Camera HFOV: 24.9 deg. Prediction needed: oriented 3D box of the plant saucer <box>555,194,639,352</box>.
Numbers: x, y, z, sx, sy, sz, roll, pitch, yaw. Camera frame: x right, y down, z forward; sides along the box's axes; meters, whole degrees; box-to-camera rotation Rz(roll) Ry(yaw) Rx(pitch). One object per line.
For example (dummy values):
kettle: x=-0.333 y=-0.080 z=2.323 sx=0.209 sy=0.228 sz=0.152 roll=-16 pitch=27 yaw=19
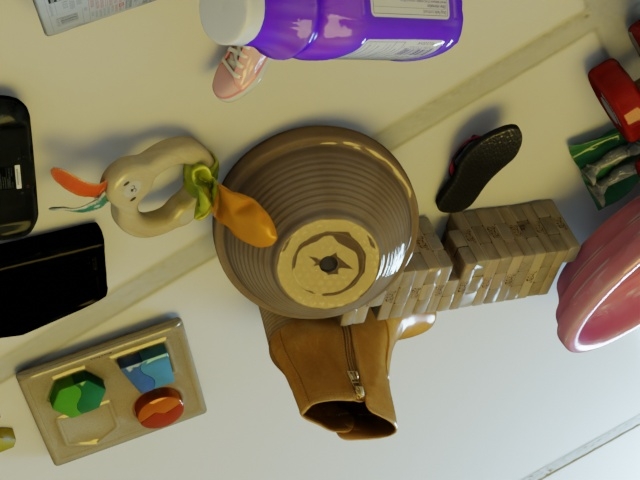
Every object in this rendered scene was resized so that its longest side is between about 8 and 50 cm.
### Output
plant saucer: x=0.439 y=0.017 z=1.930 sx=0.332 sy=0.084 sz=0.332 roll=-31 pitch=158 yaw=-14

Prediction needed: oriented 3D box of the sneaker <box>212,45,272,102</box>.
sneaker: x=-0.074 y=-0.201 z=1.444 sx=0.134 sy=0.051 sz=0.070 roll=-46 pitch=144 yaw=13

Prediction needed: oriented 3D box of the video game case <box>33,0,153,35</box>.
video game case: x=-0.129 y=-0.252 z=1.217 sx=0.244 sy=0.061 sz=0.269 roll=-19 pitch=-177 yaw=-8

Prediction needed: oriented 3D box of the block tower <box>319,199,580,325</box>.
block tower: x=0.154 y=0.027 z=1.826 sx=0.336 sy=0.091 sz=0.097 roll=-8 pitch=141 yaw=-22

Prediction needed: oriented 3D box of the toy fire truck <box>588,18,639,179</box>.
toy fire truck: x=0.443 y=-0.122 z=1.633 sx=0.169 sy=0.254 sz=0.302 roll=-30 pitch=104 yaw=6

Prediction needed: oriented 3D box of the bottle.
bottle: x=0.011 y=-0.217 z=1.378 sx=0.118 sy=0.092 sz=0.283 roll=-2 pitch=-176 yaw=45

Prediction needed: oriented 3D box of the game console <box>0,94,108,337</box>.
game console: x=-0.334 y=-0.018 z=1.525 sx=0.213 sy=0.044 sz=0.361 roll=-14 pitch=143 yaw=-18

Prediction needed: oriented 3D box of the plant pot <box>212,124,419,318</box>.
plant pot: x=0.000 y=0.000 z=1.616 sx=0.237 sy=0.109 sz=0.237 roll=-4 pitch=118 yaw=-7

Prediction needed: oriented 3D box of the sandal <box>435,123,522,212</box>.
sandal: x=0.183 y=-0.093 z=1.746 sx=0.067 sy=0.040 sz=0.179 roll=0 pitch=151 yaw=-22

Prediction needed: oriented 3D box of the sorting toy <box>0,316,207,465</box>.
sorting toy: x=-0.301 y=0.216 z=1.828 sx=0.307 sy=0.041 sz=0.229 roll=-19 pitch=143 yaw=-9

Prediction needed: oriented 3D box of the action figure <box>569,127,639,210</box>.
action figure: x=0.437 y=-0.131 z=1.828 sx=0.232 sy=0.063 sz=0.137 roll=-33 pitch=140 yaw=3

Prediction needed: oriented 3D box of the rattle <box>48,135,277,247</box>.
rattle: x=-0.167 y=-0.027 z=1.505 sx=0.130 sy=0.142 sz=0.200 roll=-42 pitch=158 yaw=29

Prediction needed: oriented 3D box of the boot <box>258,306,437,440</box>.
boot: x=0.061 y=0.159 z=1.829 sx=0.295 sy=0.211 sz=0.104 roll=8 pitch=133 yaw=-37
